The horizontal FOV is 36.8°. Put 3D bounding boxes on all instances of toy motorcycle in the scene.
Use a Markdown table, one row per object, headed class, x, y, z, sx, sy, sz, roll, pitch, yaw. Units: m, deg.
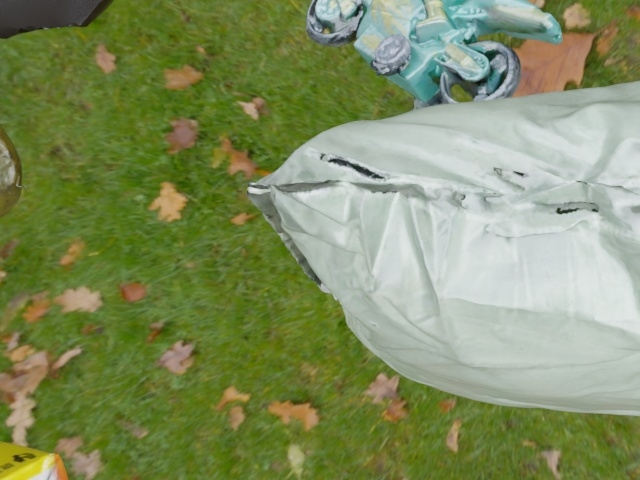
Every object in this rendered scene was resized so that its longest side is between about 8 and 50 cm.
| class | x | y | z | sx | sy | sz | roll | pitch | yaw |
| --- | --- | --- | --- | --- | --- | --- | --- | --- | --- |
| toy motorcycle | 0.123 | -0.241 | 1.024 | 0.198 | 0.109 | 0.296 | -49 | 51 | 1 |

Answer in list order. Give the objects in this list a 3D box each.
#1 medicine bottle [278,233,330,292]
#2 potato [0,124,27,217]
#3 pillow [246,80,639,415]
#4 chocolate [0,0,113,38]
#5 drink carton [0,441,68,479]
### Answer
| class | x | y | z | sx | sy | sz | roll | pitch | yaw |
| --- | --- | --- | --- | --- | --- | --- | --- | --- | --- |
| medicine bottle | 0.000 | 0.000 | 0.893 | 0.057 | 0.057 | 0.089 | -45 | 61 | 11 |
| potato | -0.381 | -0.108 | 0.948 | 0.251 | 0.149 | 0.113 | 31 | 56 | 20 |
| pillow | 0.123 | 0.009 | 0.443 | 0.283 | 0.310 | 0.138 | 3 | 80 | 3 |
| chocolate | -0.169 | -0.189 | 0.611 | 0.149 | 0.080 | 0.125 | 28 | 128 | 8 |
| drink carton | -0.271 | 0.201 | 0.598 | 0.351 | 0.111 | 0.154 | -5 | 102 | 48 |
